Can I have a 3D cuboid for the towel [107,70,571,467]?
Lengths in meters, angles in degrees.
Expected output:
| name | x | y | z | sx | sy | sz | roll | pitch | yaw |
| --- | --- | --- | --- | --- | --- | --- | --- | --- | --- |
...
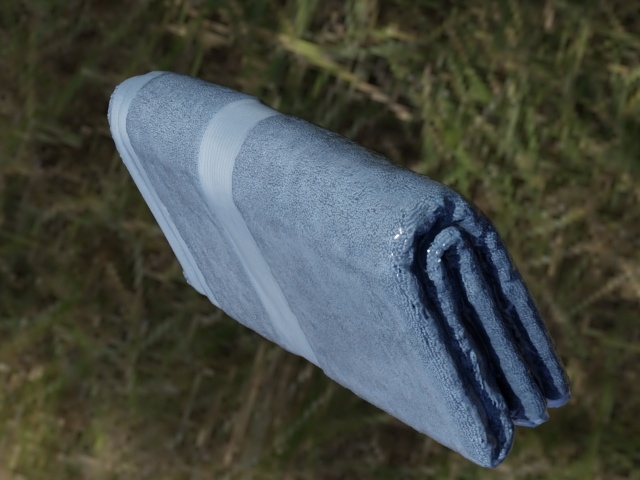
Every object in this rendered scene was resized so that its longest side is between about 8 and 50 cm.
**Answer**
| name | x | y | z | sx | sy | sz | roll | pitch | yaw |
| --- | --- | --- | --- | --- | --- | --- | --- | --- | --- |
| towel | 0.000 | 0.000 | 0.373 | 0.119 | 0.029 | 0.067 | 28 | 151 | 52 |
